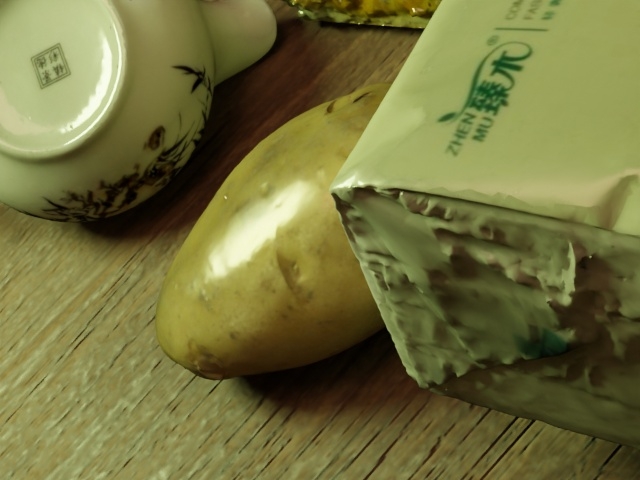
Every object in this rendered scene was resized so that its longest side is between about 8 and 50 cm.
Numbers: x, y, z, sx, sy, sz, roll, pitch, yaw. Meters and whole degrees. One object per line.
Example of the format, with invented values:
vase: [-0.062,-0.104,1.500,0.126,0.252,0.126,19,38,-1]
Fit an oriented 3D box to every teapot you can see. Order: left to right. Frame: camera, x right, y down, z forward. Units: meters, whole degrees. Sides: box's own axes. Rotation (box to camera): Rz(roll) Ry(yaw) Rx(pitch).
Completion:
teapot: [-0.192,-0.113,1.132,0.300,0.166,0.208,-23,90,24]

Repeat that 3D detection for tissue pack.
tissue pack: [0.223,-0.084,0.781,0.297,0.207,0.380,12,58,30]

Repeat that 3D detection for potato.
potato: [0.001,0.002,0.950,0.235,0.128,0.161,-51,32,-4]

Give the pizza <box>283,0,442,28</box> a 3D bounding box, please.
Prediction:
pizza: [0.111,-0.268,1.099,0.268,0.087,0.258,8,60,37]
